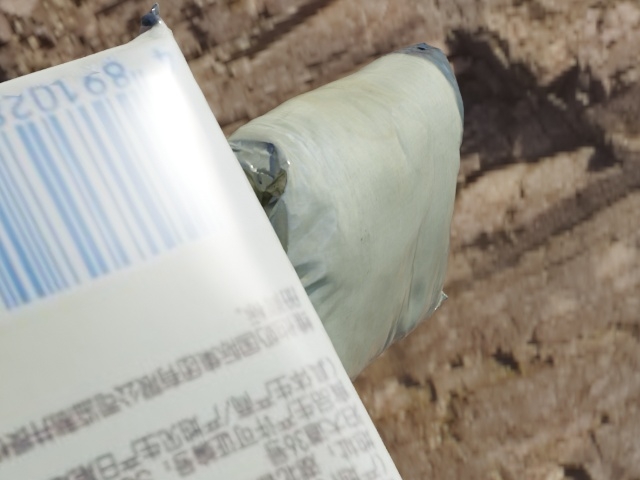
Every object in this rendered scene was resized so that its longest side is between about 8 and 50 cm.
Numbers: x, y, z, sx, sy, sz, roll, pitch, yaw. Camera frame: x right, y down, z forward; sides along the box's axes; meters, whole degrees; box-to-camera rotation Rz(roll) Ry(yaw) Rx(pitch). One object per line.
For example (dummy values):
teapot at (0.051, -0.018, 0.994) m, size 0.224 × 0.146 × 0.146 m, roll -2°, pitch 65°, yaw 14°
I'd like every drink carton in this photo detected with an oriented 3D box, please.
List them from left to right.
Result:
drink carton at (-0.050, 0.129, 0.426) m, size 0.132 × 0.194 × 0.324 m, roll -23°, pitch 77°, yaw -26°

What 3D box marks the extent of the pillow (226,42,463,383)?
pillow at (0.000, 0.000, 0.636) m, size 0.078 × 0.134 × 0.181 m, roll 21°, pitch 27°, yaw 18°
